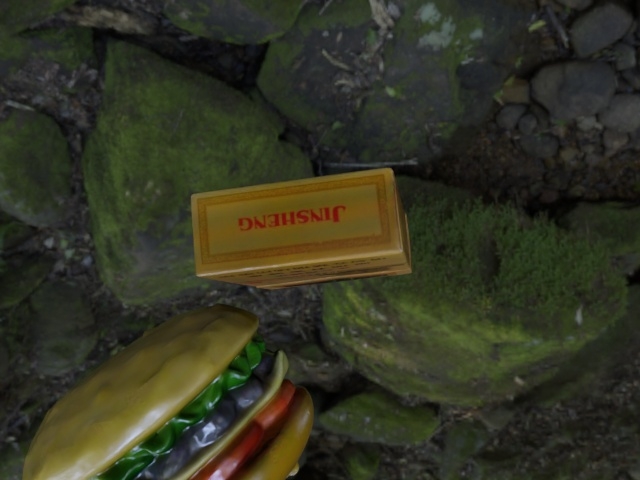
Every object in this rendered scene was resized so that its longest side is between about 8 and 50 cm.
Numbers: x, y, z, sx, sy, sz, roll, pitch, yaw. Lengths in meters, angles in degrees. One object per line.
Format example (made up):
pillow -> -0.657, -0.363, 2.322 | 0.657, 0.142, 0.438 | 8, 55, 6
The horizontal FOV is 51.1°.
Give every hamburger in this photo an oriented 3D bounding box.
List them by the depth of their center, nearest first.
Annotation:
hamburger -> -0.083, 0.111, 0.382 | 0.115, 0.162, 0.162 | 53, 138, -4

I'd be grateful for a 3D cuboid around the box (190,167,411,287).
box -> 0.000, 0.000, 0.672 | 0.174, 0.076, 0.274 | -6, 173, 8
